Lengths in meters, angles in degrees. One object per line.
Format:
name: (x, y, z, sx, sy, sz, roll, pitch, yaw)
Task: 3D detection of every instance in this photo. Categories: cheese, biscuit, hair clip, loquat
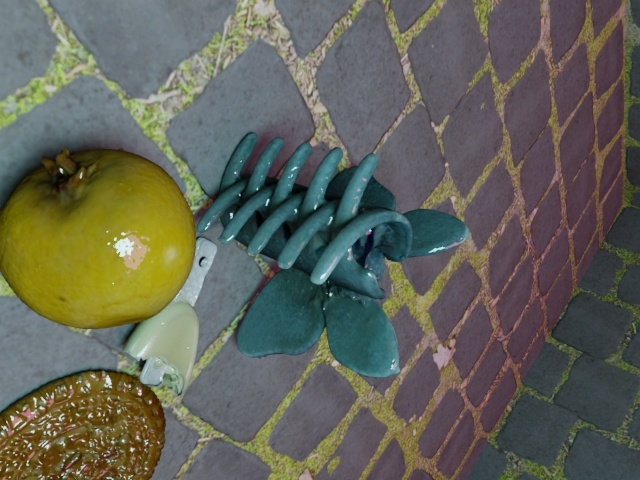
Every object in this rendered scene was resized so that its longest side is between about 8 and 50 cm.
cheese: (-0.209, 0.109, 0.819, 0.127, 0.050, 0.235, 36, 73, -51)
biscuit: (-0.350, 0.325, 0.772, 0.305, 0.038, 0.305, -23, 123, -40)
hair clip: (0.000, 0.000, 0.800, 0.392, 0.318, 0.238, -57, 135, -13)
loquat: (-0.242, -0.003, 0.614, 0.208, 0.208, 0.208, -23, 123, -40)
